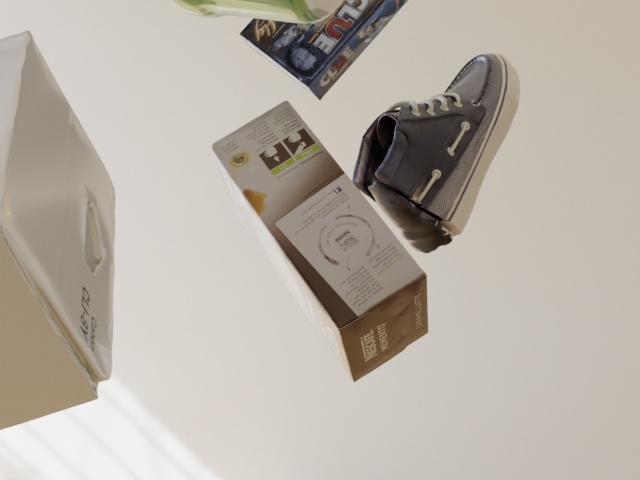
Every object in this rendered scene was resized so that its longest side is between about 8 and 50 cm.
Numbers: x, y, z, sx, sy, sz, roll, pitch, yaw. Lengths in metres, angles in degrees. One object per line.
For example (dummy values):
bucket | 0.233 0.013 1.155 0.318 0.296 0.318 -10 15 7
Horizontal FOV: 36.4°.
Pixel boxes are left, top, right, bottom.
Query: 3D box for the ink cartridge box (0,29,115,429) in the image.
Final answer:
ink cartridge box | -0.359 0.025 0.702 0.384 0.160 0.279 -18 37 1

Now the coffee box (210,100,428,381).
coffee box | 0.000 0.000 0.984 0.098 0.141 0.246 -32 62 -9

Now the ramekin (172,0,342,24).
ramekin | -0.044 -0.373 1.015 0.148 0.303 0.303 15 13 15

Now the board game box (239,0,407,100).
board game box | 0.020 -0.338 1.387 0.165 0.243 0.042 41 0 32

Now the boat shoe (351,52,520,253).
boat shoe | 0.162 -0.163 1.344 0.158 0.341 0.127 38 -33 -27
